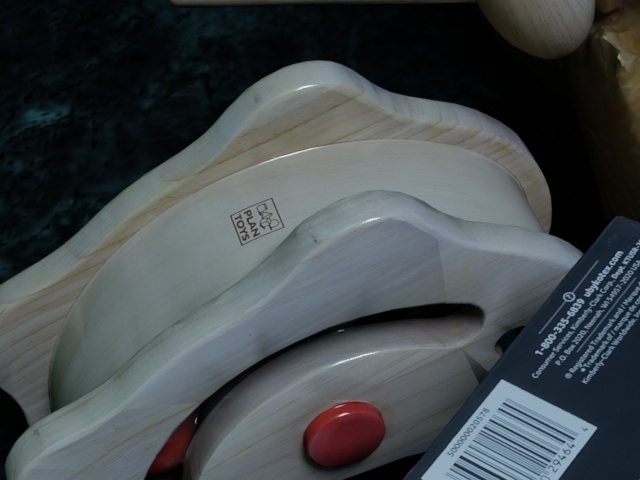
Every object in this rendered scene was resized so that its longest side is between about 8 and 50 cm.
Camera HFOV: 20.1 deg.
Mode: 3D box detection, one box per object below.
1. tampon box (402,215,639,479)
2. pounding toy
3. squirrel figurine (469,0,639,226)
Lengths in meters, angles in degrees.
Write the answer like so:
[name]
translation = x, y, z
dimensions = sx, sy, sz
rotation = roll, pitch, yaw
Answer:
[tampon box]
translation = 0.101, 0.099, 0.533
dimensions = 0.101, 0.161, 0.120
rotation = 26, 57, 28
[pounding toy]
translation = 0.000, 0.000, 0.638
dimensions = 0.269, 0.154, 0.155
rotation = -37, 48, 14
[squirrel figurine]
translation = 0.252, -0.157, 0.674
dimensions = 0.370, 0.281, 0.397
rotation = -18, 66, -5
